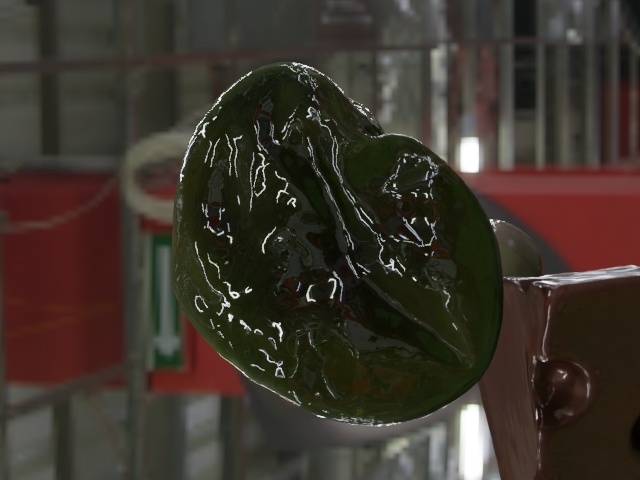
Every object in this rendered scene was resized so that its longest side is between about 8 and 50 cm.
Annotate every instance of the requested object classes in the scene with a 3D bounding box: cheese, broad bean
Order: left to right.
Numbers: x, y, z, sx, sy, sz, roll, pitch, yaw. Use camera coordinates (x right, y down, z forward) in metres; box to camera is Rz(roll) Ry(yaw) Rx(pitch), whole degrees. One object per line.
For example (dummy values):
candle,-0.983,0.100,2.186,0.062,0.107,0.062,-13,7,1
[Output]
broad bean,0.002,0.001,0.984,0.072,0.153,0.206,49,-169,-52
cheese,0.145,0.064,1.073,0.177,0.128,0.202,-112,16,-59

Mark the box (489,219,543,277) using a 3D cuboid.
box,0.119,0.059,1.781,0.088,0.200,0.146,38,-122,-12
